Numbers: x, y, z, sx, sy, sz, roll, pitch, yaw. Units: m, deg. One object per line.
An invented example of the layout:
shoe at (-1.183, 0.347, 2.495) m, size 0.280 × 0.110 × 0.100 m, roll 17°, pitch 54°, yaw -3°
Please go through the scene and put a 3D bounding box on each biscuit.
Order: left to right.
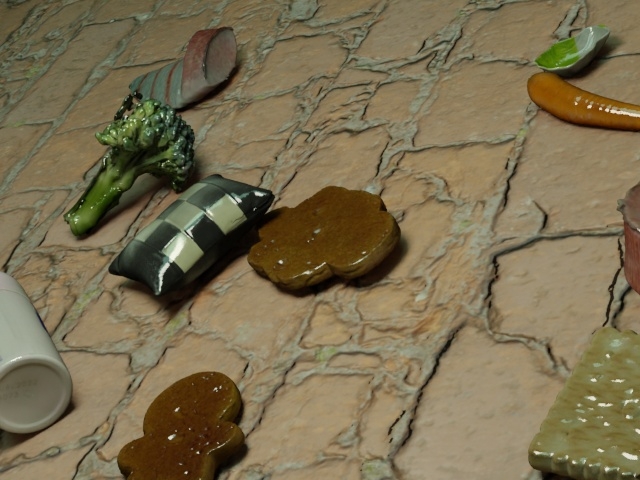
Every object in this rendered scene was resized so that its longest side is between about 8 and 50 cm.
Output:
biscuit at (-0.176, 0.258, 1.576) m, size 0.179 × 0.039 × 0.236 m, roll -14°, pitch 33°, yaw 21°
biscuit at (0.000, 0.000, 1.824) m, size 0.208 × 0.041 × 0.290 m, roll -42°, pitch 32°, yaw -24°
biscuit at (0.398, 0.195, 1.281) m, size 0.324 × 0.044 × 0.217 m, roll 7°, pitch 45°, yaw 39°

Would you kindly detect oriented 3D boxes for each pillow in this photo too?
pillow at (-0.204, -0.008, 1.911) m, size 0.250 × 0.106 × 0.186 m, roll -42°, pitch 30°, yaw -17°

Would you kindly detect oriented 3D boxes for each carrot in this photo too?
carrot at (0.405, -0.202, 1.839) m, size 0.271 × 0.066 × 0.062 m, roll 33°, pitch 107°, yaw 50°

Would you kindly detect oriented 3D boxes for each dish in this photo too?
dish at (0.420, -0.302, 1.983) m, size 0.137 × 0.039 × 0.091 m, roll -35°, pitch 29°, yaw -18°

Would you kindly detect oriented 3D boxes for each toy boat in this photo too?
toy boat at (-0.303, -0.333, 2.477) m, size 0.282 × 0.096 × 0.206 m, roll -10°, pitch 49°, yaw 37°

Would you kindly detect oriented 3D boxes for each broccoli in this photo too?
broccoli at (-0.337, -0.126, 2.102) m, size 0.275 × 0.198 × 0.177 m, roll -42°, pitch 81°, yaw -14°

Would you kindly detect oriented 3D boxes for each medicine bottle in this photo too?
medicine bottle at (-0.480, 0.153, 1.841) m, size 0.130 × 0.130 × 0.341 m, roll -32°, pitch 33°, yaw -12°

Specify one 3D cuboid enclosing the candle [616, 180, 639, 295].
candle at (0.520, 0.007, 1.403) m, size 0.287 × 0.131 × 0.317 m, roll -34°, pitch 38°, yaw -32°
